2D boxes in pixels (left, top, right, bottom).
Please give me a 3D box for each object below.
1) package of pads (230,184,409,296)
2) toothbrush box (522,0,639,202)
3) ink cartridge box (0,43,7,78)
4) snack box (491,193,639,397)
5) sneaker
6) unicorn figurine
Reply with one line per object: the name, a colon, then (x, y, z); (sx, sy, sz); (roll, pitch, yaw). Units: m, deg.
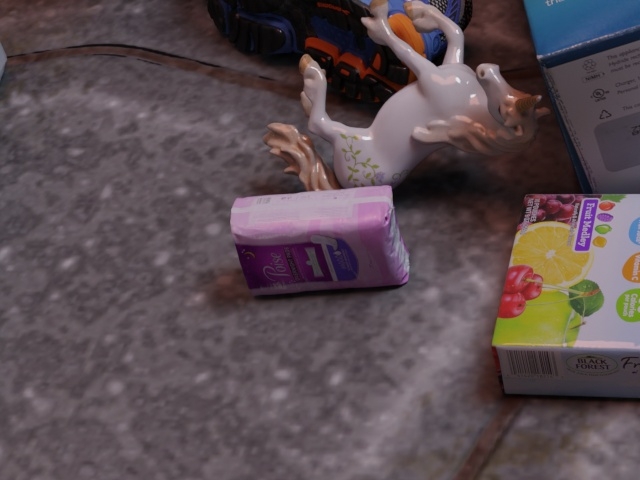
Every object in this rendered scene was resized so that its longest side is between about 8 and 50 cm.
package of pads: (0.000, 0.000, 0.764); (0.083, 0.050, 0.032); (-4, 43, 14)
toothbrush box: (0.210, -0.166, 0.803); (0.216, 0.126, 0.295); (-16, 40, 13)
ink cartridge box: (-0.287, -0.084, 0.760); (0.091, 0.308, 0.385); (-6, 44, 13)
snack box: (0.155, 0.023, 0.695); (0.141, 0.037, 0.100); (1, 46, 19)
sneaker: (0.001, -0.150, 0.919); (0.087, 0.083, 0.221); (-28, 47, -31)
unicorn figurine: (0.048, -0.068, 0.783); (0.060, 0.162, 0.111); (-10, 63, -46)
